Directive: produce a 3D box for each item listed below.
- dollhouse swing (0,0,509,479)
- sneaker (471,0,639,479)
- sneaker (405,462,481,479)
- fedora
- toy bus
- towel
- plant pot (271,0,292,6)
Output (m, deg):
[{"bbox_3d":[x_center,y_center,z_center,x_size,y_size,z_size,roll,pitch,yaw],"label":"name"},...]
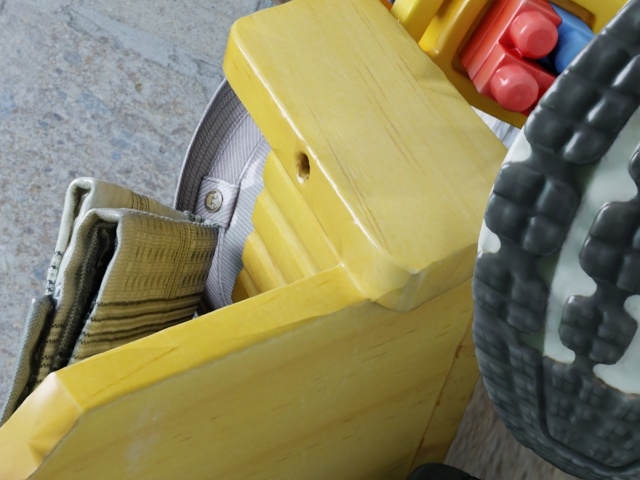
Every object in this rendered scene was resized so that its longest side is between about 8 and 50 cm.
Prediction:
[{"bbox_3d":[-0.088,0.076,0.728,0.315,0.305,0.347,57,143,40],"label":"dollhouse swing"},{"bbox_3d":[0.199,-0.085,0.522,0.182,0.158,0.410,-11,-53,-66],"label":"sneaker"},{"bbox_3d":[0.024,0.212,0.645,0.227,0.087,0.130,-32,-36,-64],"label":"sneaker"},{"bbox_3d":[0.009,-0.018,1.032,0.124,0.243,0.275,10,75,48],"label":"fedora"},{"bbox_3d":[0.093,-0.155,0.826,0.149,0.220,0.211,-57,21,25],"label":"toy bus"},{"bbox_3d":[-0.157,0.119,0.812,0.324,0.056,0.312,16,-86,-86],"label":"towel"},{"bbox_3d":[0.048,-0.329,1.335,0.229,0.263,0.263,-50,13,1],"label":"plant pot"}]
